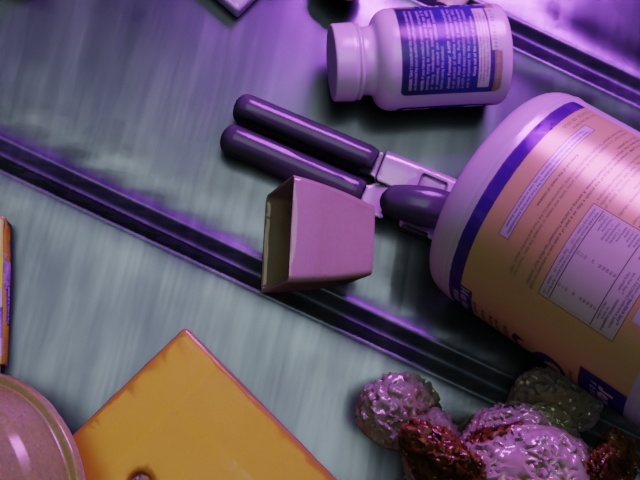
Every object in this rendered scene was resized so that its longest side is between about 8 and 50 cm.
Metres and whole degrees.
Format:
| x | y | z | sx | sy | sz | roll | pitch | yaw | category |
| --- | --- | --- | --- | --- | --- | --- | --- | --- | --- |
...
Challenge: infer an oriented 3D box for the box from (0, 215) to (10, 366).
| x | y | z | sx | sy | sz | roll | pitch | yaw | category |
| --- | --- | --- | --- | --- | --- | --- | --- | --- | --- |
| -0.374 | 0.066 | 1.095 | 0.105 | 0.043 | 0.179 | 0 | 78 | -6 | box |

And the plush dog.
| x | y | z | sx | sy | sz | roll | pitch | yaw | category |
| --- | --- | --- | --- | --- | --- | --- | --- | --- | --- |
| 0.174 | 0.224 | 1.026 | 0.263 | 0.225 | 0.210 | -1 | 80 | -6 | plush dog |

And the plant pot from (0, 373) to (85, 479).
| x | y | z | sx | sy | sz | roll | pitch | yaw | category |
| --- | --- | --- | --- | --- | --- | --- | --- | --- | --- |
| -0.386 | 0.239 | 0.903 | 0.276 | 0.254 | 0.276 | -5 | 77 | 24 | plant pot |

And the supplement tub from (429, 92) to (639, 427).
| x | y | z | sx | sy | sz | roll | pitch | yaw | category |
| --- | --- | --- | --- | --- | --- | --- | --- | --- | --- |
| 0.299 | 0.031 | 1.019 | 0.331 | 0.241 | 0.241 | 36 | 77 | 26 | supplement tub |

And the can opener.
| x | y | z | sx | sy | sz | roll | pitch | yaw | category |
| --- | --- | --- | --- | --- | --- | --- | --- | --- | --- |
| 0.035 | -0.080 | 1.134 | 0.284 | 0.095 | 0.076 | 23 | 78 | -5 | can opener |

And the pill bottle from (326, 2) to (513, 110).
| x | y | z | sx | sy | sz | roll | pitch | yaw | category |
| --- | --- | --- | --- | --- | --- | --- | --- | --- | --- |
| 0.104 | -0.197 | 1.154 | 0.187 | 0.112 | 0.111 | -4 | 80 | -7 | pill bottle |

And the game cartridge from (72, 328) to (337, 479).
| x | y | z | sx | sy | sz | roll | pitch | yaw | category |
| --- | --- | --- | --- | --- | --- | --- | --- | --- | --- |
| -0.127 | 0.300 | 1.077 | 0.285 | 0.052 | 0.323 | -44 | 89 | -11 | game cartridge |

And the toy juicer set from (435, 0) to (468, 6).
| x | y | z | sx | sy | sz | roll | pitch | yaw | category |
| --- | --- | --- | --- | --- | --- | --- | --- | --- | --- |
| 0.088 | -0.357 | 1.178 | 0.329 | 0.089 | 0.209 | 20 | 81 | -11 | toy juicer set |

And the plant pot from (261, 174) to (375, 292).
| x | y | z | sx | sy | sz | roll | pitch | yaw | category |
| --- | --- | --- | --- | --- | --- | --- | --- | --- | --- |
| 0.000 | 0.000 | 1.116 | 0.096 | 0.109 | 0.108 | 6 | 79 | -16 | plant pot |

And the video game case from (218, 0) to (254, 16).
| x | y | z | sx | sy | sz | roll | pitch | yaw | category |
| --- | --- | --- | --- | --- | --- | --- | --- | --- | --- |
| -0.111 | -0.399 | 1.214 | 0.227 | 0.026 | 0.206 | 41 | 79 | 3 | video game case |
